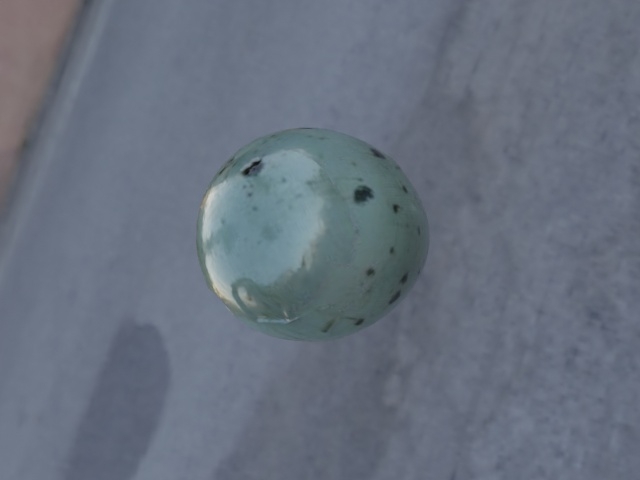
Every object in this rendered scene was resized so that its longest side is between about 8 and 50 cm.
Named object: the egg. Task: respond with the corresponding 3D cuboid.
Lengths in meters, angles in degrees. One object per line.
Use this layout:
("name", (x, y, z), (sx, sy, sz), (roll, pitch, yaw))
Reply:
("egg", (0.000, 0.000, 0.871), (0.131, 0.164, 0.131), (-10, 74, 35))
